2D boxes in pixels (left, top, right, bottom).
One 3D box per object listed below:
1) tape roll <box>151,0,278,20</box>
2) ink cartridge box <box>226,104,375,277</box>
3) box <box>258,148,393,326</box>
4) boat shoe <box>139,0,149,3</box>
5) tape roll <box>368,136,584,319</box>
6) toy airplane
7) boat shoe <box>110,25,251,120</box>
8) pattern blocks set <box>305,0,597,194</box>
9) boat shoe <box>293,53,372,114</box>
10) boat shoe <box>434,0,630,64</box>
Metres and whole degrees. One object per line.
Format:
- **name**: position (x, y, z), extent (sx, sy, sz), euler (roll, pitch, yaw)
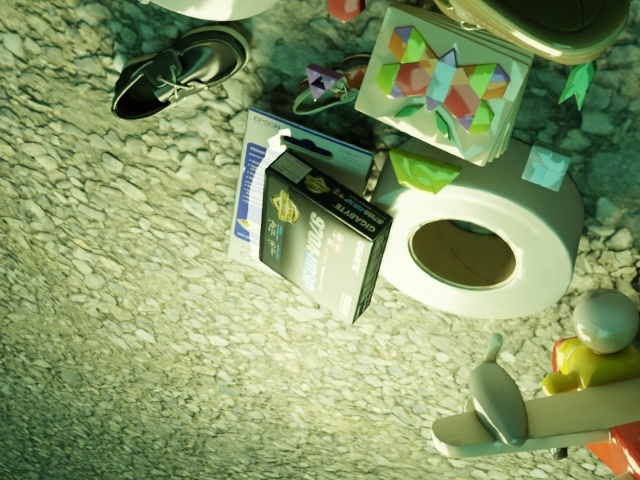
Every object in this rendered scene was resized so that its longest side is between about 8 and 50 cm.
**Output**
- **tape roll**: position (-0.091, -0.347, 0.852), extent (0.246, 0.246, 0.169), euler (31, 145, -13)
- **ink cartridge box**: position (-0.032, -0.060, 1.367), extent (0.175, 0.069, 0.371), euler (21, 148, 3)
- **box**: position (0.000, 0.000, 1.292), extent (0.175, 0.051, 0.220), euler (35, 149, 16)
- **boat shoe**: position (-0.172, -0.338, 1.068), extent (0.081, 0.079, 0.227), euler (28, 151, -24)
- **tape roll**: position (0.200, -0.017, 1.265), extent (0.286, 0.100, 0.286), euler (15, 145, 11)
- **toy airplane**: position (0.391, 0.202, 1.252), extent (0.384, 0.386, 0.273), euler (-3, 100, 46)
- **boat shoe**: position (-0.184, -0.211, 1.237), extent (0.233, 0.079, 0.084), euler (-12, 131, 38)
- **pattern blocks set**: position (0.135, -0.178, 1.061), extent (0.324, 0.026, 0.286), euler (12, 124, 17)
- **boat shoe**: position (0.022, -0.190, 1.179), extent (0.137, 0.043, 0.049), euler (-13, 131, 39)
- **boat shoe**: position (0.150, -0.251, 0.848), extent (0.121, 0.341, 0.110), euler (-30, 143, -5)
